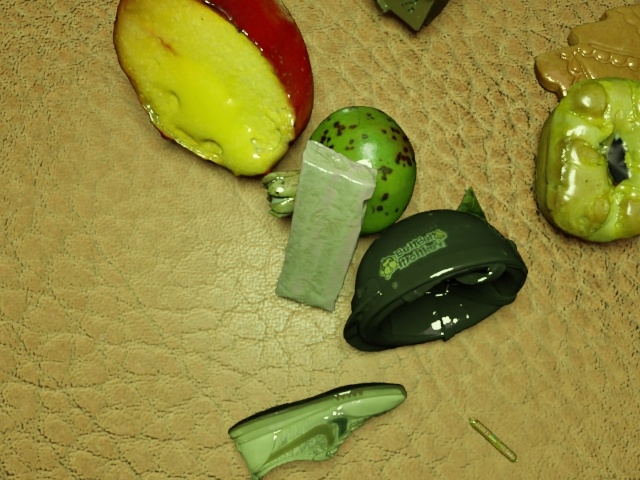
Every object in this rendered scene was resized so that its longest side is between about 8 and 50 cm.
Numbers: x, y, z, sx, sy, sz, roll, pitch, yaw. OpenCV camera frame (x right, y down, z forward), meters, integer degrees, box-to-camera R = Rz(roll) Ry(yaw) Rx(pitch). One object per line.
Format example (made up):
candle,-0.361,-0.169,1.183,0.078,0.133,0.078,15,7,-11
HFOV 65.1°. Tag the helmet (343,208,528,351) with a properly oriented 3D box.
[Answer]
helmet,0.154,0.050,0.760,0.279,0.230,0.160,-23,57,16

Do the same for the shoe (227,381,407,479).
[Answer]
shoe,0.003,0.282,0.759,0.275,0.103,0.098,-18,82,0

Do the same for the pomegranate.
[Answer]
pomegranate,0.032,-0.100,0.782,0.248,0.202,0.202,-12,80,-12

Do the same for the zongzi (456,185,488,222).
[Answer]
zongzi,0.275,-0.022,0.852,0.109,0.055,0.119,35,69,2

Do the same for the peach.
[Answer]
peach,-0.153,-0.260,0.774,0.281,0.281,0.338,-19,81,-6

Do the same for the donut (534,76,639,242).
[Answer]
donut,0.466,-0.126,0.820,0.209,0.128,0.261,11,93,2

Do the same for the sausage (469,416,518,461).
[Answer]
sausage,0.277,0.319,0.804,0.100,0.015,0.015,42,80,6

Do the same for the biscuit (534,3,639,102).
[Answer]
biscuit,0.554,-0.320,0.915,0.284,0.043,0.306,32,81,6

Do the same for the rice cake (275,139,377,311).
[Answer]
rice cake,0.002,0.000,0.728,0.106,0.297,0.050,16,45,1

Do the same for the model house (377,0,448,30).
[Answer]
model house,0.131,-0.507,0.869,0.248,0.176,0.181,42,80,0
